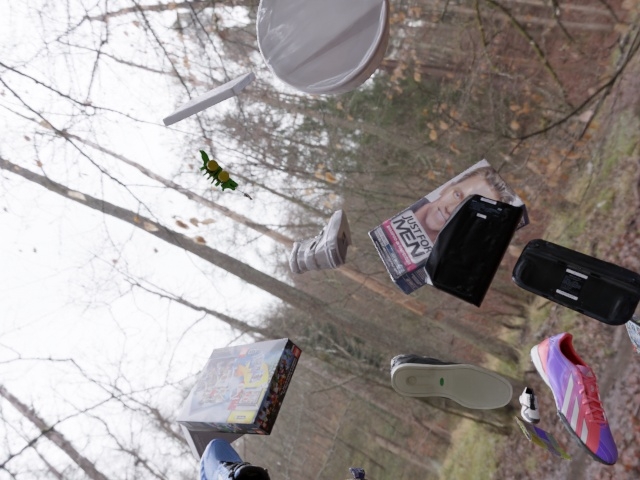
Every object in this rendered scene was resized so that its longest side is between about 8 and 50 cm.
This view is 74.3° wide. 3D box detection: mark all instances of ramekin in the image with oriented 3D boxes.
[{"bbox_3d":[0.017,-0.424,0.855,0.127,0.272,0.273,-13,-57,-69],"label":"ramekin"}]

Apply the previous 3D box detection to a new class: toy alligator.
[{"bbox_3d":[-0.263,-0.157,1.122,0.051,0.056,0.190,-48,-69,-10],"label":"toy alligator"}]

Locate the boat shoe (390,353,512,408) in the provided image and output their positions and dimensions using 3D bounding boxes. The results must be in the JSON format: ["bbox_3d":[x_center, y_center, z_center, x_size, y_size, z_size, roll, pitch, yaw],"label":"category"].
[{"bbox_3d":[0.254,0.269,0.830,0.079,0.232,0.084,-48,-33,-83],"label":"boat shoe"}]

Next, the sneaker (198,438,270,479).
[{"bbox_3d":[-0.172,0.550,0.952,0.129,0.330,0.147,13,-83,-37],"label":"sneaker"}]

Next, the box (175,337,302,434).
[{"bbox_3d":[-0.155,0.272,0.790,0.044,0.233,0.159,49,-136,-26],"label":"box"}]

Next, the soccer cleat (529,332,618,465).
[{"bbox_3d":[0.653,0.385,1.063,0.116,0.108,0.318,-56,30,36],"label":"soccer cleat"}]

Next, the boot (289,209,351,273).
[{"bbox_3d":[0.000,0.000,0.987,0.258,0.123,0.095,-61,-45,-70],"label":"boot"}]

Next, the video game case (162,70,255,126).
[{"bbox_3d":[-0.256,-0.333,0.990,0.173,0.190,0.022,-76,-35,-57],"label":"video game case"}]

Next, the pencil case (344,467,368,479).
[{"bbox_3d":[0.132,0.674,0.822,0.183,0.410,0.160,-9,-53,-29],"label":"pencil case"}]

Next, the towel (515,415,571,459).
[{"bbox_3d":[0.371,0.330,0.708,0.009,0.083,0.060,-60,3,11],"label":"towel"}]

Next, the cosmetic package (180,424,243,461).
[{"bbox_3d":[-0.288,0.540,1.278,0.238,0.127,0.107,-25,-4,-35],"label":"cosmetic package"}]

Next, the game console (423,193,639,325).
[{"bbox_3d":[0.391,0.055,0.806,0.044,0.361,0.213,30,-94,-59],"label":"game console"}]

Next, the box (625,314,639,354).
[{"bbox_3d":[0.759,0.235,0.980,0.137,0.027,0.094,-20,-90,-74],"label":"box"}]

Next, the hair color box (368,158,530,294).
[{"bbox_3d":[0.313,-0.031,1.064,0.347,0.174,0.105,-33,-39,12],"label":"hair color box"}]

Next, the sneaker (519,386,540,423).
[{"bbox_3d":[0.533,0.418,1.075,0.109,0.040,0.044,-61,-22,-66],"label":"sneaker"}]
